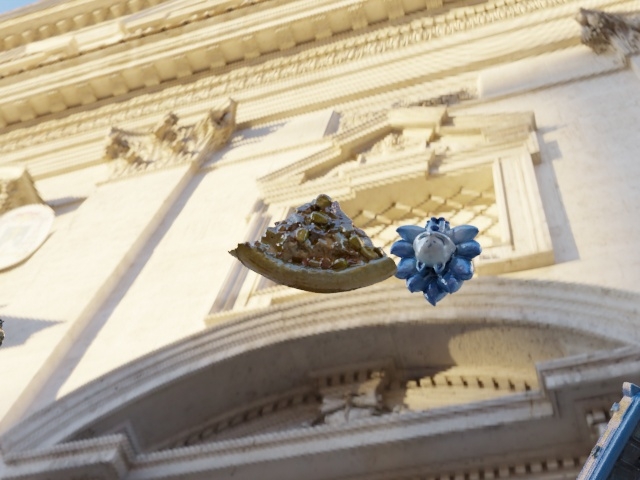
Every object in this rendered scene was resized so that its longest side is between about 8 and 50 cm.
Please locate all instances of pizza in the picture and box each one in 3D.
[{"bbox_3d":[0.000,0.000,0.929,0.178,0.130,0.041,16,-36,10],"label":"pizza"}]

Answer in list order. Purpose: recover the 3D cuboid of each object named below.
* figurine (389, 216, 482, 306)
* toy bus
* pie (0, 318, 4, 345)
[{"bbox_3d":[0.135,0.027,1.021,0.114,0.114,0.079,0,-30,8],"label":"figurine"},{"bbox_3d":[0.454,0.331,1.248,0.134,0.113,0.246,29,-92,11],"label":"toy bus"},{"bbox_3d":[-0.500,0.129,1.103,0.163,0.193,0.079,-36,-110,-3],"label":"pie"}]
